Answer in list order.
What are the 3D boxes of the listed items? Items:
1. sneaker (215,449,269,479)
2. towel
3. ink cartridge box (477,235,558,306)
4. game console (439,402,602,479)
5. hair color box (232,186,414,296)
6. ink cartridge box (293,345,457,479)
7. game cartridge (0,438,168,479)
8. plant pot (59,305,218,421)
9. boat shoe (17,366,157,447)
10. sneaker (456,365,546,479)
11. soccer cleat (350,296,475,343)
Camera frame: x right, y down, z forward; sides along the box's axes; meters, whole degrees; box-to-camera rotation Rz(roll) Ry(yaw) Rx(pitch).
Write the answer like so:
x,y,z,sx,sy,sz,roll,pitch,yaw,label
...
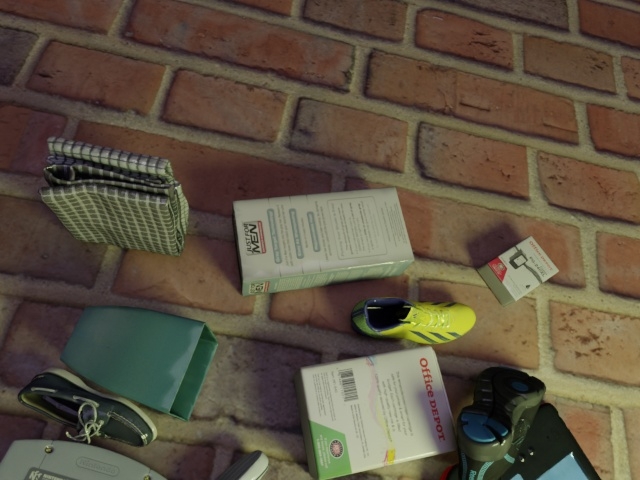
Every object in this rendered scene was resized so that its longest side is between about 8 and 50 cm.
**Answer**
x,y,z,sx,sy,sz,roll,pitch,yaw,label
-0.177,0.503,0.900,0.258,0.094,0.091,-45,99,-18,sneaker
-0.390,-0.065,0.983,0.235,0.283,0.121,11,67,-4,towel
0.473,0.072,1.197,0.150,0.063,0.109,-29,75,-19,ink cartridge box
0.448,0.572,0.988,0.342,0.060,0.386,-24,74,-18,game console
0.000,0.000,1.117,0.374,0.113,0.185,-6,69,-13,hair color box
0.103,0.337,0.991,0.278,0.117,0.201,-7,69,-13,ink cartridge box
-0.403,0.451,0.834,0.297,0.062,0.198,24,35,-12,game cartridge
-0.343,0.219,0.946,0.234,0.165,0.165,16,66,5,plant pot
-0.423,0.316,0.908,0.254,0.095,0.079,28,26,4,boat shoe
0.350,0.361,0.995,0.125,0.139,0.341,15,20,36,sneaker
0.209,0.170,1.078,0.289,0.121,0.093,2,67,-9,soccer cleat
